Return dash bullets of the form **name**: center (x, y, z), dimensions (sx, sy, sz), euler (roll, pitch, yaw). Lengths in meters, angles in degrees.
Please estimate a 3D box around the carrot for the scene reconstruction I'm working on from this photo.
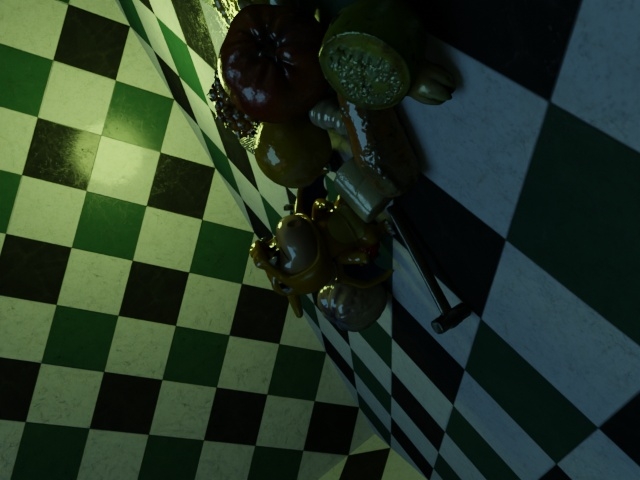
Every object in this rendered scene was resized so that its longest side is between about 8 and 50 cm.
- **carrot**: center (0.124, -0.242, 1.126), dimensions (0.139, 0.139, 0.301), euler (14, 128, 67)

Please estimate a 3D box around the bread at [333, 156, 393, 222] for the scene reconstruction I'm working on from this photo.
- **bread**: center (0.122, -0.141, 1.306), dimensions (0.141, 0.134, 0.148), euler (50, 175, 11)

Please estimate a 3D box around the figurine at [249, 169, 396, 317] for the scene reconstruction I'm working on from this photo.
- **figurine**: center (0.021, 0.030, 1.494), dimensions (0.400, 0.387, 0.268), euler (55, 179, -13)

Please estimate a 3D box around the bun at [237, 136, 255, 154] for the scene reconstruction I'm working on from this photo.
- **bun**: center (-0.224, -0.397, 1.868), dimensions (0.173, 0.113, 0.166), euler (20, 151, 27)

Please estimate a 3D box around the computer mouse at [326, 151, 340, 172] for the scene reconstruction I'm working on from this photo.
- **computer mouse**: center (0.022, -0.255, 1.540), dimensions (0.135, 0.047, 0.079), euler (43, 174, 7)

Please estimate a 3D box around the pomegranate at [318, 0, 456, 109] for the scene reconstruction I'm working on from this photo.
- **pomegranate**: center (0.128, -0.343, 0.892), dimensions (0.241, 0.159, 0.190), euler (18, 156, 23)

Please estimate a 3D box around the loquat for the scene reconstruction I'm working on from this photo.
- **loquat**: center (-0.087, -0.266, 1.414), dimensions (0.244, 0.244, 0.244), euler (51, 163, 22)

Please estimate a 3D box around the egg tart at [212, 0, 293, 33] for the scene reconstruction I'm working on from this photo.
- **egg tart**: center (-0.197, -0.635, 1.312), dimensions (0.345, 0.133, 0.345), euler (52, 162, 24)

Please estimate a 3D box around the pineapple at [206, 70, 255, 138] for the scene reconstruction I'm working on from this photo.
- **pineapple**: center (-0.180, -0.443, 1.452), dimensions (0.262, 0.263, 0.272), euler (60, 160, -8)

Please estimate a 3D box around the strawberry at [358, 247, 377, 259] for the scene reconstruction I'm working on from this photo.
- **strawberry**: center (0.151, 0.044, 1.699), dimensions (0.083, 0.073, 0.073), euler (25, 147, 38)

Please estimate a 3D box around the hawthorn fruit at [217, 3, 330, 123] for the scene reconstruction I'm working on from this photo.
- **hawthorn fruit**: center (-0.101, -0.411, 1.218), dimensions (0.277, 0.277, 0.298), euler (54, 179, 11)

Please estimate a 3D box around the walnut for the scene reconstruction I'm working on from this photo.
- **walnut**: center (0.116, 0.207, 1.821), dimensions (0.248, 0.248, 0.248), euler (51, 163, 22)

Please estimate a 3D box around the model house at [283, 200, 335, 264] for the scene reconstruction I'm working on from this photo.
- **model house**: center (-0.023, -0.019, 1.822), dimensions (0.224, 0.216, 0.198), euler (92, 174, -62)

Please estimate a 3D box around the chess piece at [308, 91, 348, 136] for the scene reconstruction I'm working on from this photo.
- **chess piece**: center (0.054, -0.310, 1.271), dimensions (0.170, 0.094, 0.094), euler (37, 155, 41)

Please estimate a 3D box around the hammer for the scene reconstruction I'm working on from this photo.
- **hammer**: center (0.276, 0.066, 1.348), dimensions (0.365, 0.111, 0.043), euler (63, 156, 5)
